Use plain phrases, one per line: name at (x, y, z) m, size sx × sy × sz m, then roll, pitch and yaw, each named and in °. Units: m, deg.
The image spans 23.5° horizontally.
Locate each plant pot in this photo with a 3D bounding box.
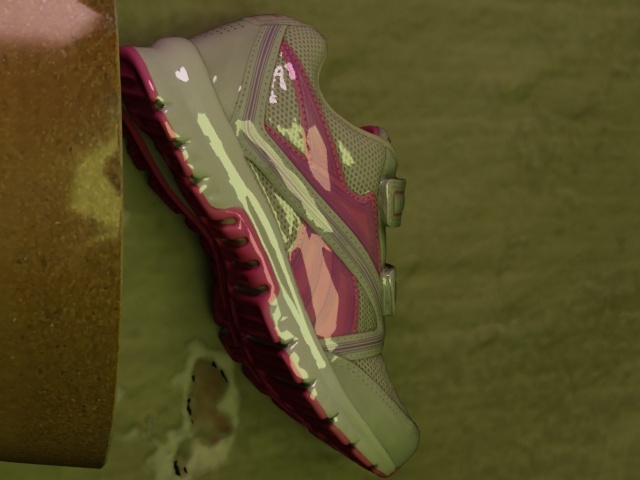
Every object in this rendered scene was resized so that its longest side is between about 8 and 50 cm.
plant pot at (-0.211, -0.025, 0.577) m, size 0.254 × 0.237 × 0.237 m, roll -2°, pitch 100°, yaw -14°

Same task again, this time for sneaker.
sneaker at (0.000, 0.000, 0.743) m, size 0.111 × 0.103 × 0.252 m, roll -31°, pitch 112°, yaw -18°
